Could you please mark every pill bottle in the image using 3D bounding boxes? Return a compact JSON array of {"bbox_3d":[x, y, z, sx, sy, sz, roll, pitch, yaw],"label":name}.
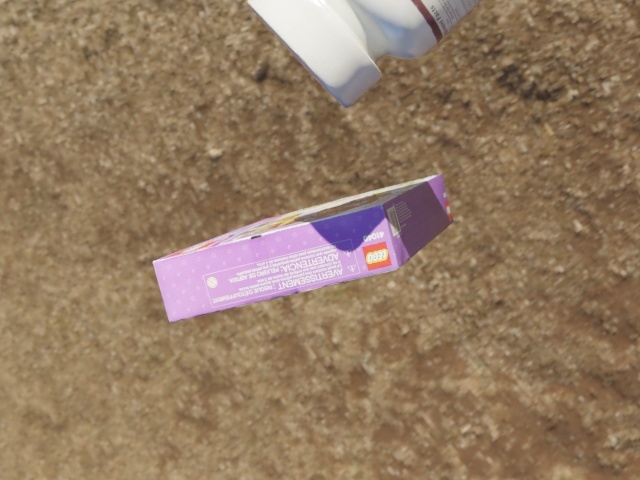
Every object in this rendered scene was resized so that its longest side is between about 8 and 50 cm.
[{"bbox_3d":[0.063,-0.201,0.721,0.221,0.121,0.121,-43,76,5],"label":"pill bottle"}]

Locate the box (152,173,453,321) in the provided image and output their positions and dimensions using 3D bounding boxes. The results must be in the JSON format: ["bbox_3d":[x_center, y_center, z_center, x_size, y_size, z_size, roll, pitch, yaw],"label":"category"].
[{"bbox_3d":[0.000,0.000,0.982,0.201,0.293,0.057,-13,94,17],"label":"box"}]
